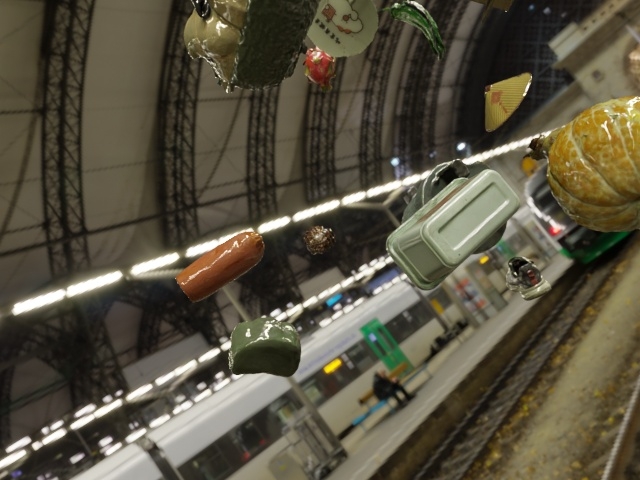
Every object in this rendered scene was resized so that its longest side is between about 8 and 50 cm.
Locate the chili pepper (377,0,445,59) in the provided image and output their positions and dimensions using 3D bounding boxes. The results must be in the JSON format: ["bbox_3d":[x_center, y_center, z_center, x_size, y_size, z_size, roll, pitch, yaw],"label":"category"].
[{"bbox_3d":[0.293,-0.678,2.268,0.065,0.279,0.122,-26,-29,-38],"label":"chili pepper"}]

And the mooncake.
[{"bbox_3d":[-0.131,0.259,1.721,0.168,0.104,0.175,-41,-55,15],"label":"mooncake"}]

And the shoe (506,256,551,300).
[{"bbox_3d":[0.594,0.095,2.141,0.099,0.112,0.227,-27,14,3],"label":"shoe"}]

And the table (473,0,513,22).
[{"bbox_3d":[0.522,-0.758,2.159,0.167,0.167,0.226,-35,-11,-11],"label":"table"}]

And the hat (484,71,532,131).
[{"bbox_3d":[0.489,-0.401,2.020,0.193,0.082,0.193,-55,10,15],"label":"hat"}]

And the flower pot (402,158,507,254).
[{"bbox_3d":[0.401,-0.096,2.138,0.299,0.299,0.283,-33,-7,-23],"label":"flower pot"}]

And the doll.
[{"bbox_3d":[-0.121,-0.426,1.299,0.247,0.247,0.349,-30,-33,-36],"label":"doll"}]

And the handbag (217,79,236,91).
[{"bbox_3d":[-0.205,-0.608,2.124,0.238,0.089,0.326,-63,0,-31],"label":"handbag"}]

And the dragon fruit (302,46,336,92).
[{"bbox_3d":[-0.001,-0.445,1.913,0.086,0.081,0.116,-12,-58,-13],"label":"dragon fruit"}]

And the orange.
[{"bbox_3d":[0.669,-0.162,1.617,0.330,0.249,0.329,-5,-44,-5],"label":"orange"}]

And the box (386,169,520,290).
[{"bbox_3d":[0.337,-0.037,1.791,0.312,0.175,0.182,-39,0,-21],"label":"box"}]

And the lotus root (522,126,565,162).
[{"bbox_3d":[0.698,-0.250,2.044,0.154,0.154,0.278,-32,28,-25],"label":"lotus root"}]

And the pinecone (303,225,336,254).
[{"bbox_3d":[0.000,0.000,1.925,0.077,0.077,0.083,-41,-24,25],"label":"pinecone"}]

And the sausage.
[{"bbox_3d":[-0.266,0.065,2.008,0.259,0.113,0.113,-34,-9,2],"label":"sausage"}]

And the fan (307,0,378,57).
[{"bbox_3d":[0.079,-0.540,1.616,0.329,0.191,0.009,-40,10,40],"label":"fan"}]
